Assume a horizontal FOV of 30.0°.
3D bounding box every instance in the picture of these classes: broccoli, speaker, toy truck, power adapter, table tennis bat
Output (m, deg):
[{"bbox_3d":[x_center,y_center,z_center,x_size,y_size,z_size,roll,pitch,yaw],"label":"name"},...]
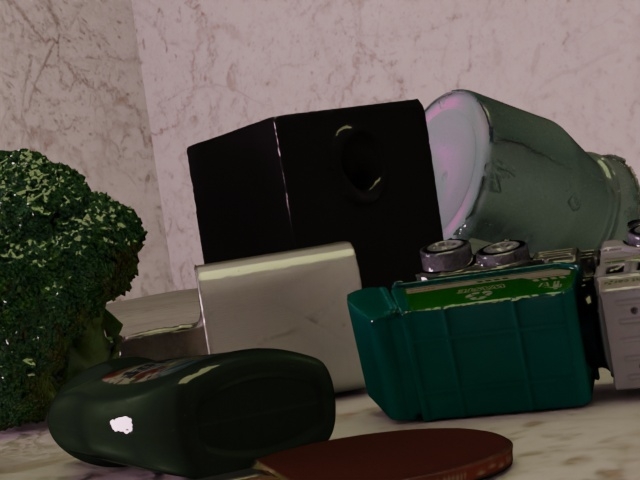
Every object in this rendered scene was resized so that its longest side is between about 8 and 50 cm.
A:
[{"bbox_3d":[-0.294,0.056,1.141,0.308,0.308,0.275,-8,-37,40],"label":"broccoli"},{"bbox_3d":[0.000,0.000,1.229,0.184,0.254,0.232,-10,1,-28],"label":"speaker"},{"bbox_3d":[0.144,0.060,0.829,0.253,0.114,0.124,-8,14,20],"label":"toy truck"},{"bbox_3d":[-0.069,0.077,1.011,0.205,0.125,0.130,-10,2,-5],"label":"power adapter"},{"bbox_3d":[-0.002,0.126,0.637,0.220,0.019,0.130,-7,1,-19],"label":"table tennis bat"}]

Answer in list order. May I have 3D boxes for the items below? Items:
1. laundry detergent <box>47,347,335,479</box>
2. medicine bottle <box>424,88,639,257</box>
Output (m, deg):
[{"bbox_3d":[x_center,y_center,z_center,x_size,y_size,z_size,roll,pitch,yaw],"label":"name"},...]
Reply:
[{"bbox_3d":[-0.098,0.112,0.779,0.144,0.078,0.222,-7,-3,-37],"label":"laundry detergent"},{"bbox_3d":[0.278,-0.061,1.677,0.290,0.245,0.245,13,-9,-26],"label":"medicine bottle"}]
